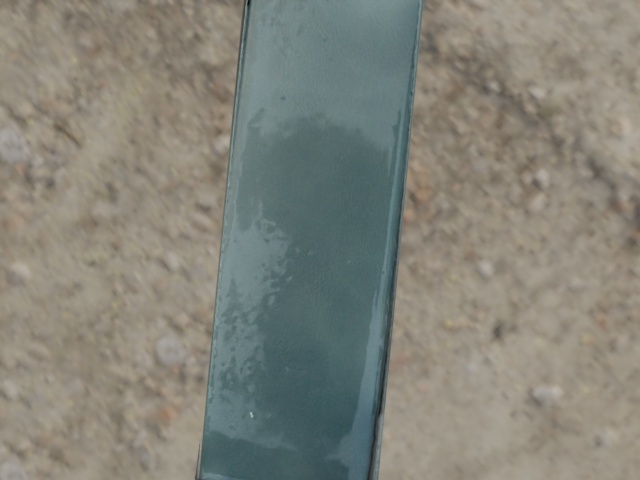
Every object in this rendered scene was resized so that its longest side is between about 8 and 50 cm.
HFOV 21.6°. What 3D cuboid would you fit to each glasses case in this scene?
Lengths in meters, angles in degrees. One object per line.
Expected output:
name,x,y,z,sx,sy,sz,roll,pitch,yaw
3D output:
glasses case,0.000,0.000,0.886,0.056,0.105,0.266,3,93,-69
